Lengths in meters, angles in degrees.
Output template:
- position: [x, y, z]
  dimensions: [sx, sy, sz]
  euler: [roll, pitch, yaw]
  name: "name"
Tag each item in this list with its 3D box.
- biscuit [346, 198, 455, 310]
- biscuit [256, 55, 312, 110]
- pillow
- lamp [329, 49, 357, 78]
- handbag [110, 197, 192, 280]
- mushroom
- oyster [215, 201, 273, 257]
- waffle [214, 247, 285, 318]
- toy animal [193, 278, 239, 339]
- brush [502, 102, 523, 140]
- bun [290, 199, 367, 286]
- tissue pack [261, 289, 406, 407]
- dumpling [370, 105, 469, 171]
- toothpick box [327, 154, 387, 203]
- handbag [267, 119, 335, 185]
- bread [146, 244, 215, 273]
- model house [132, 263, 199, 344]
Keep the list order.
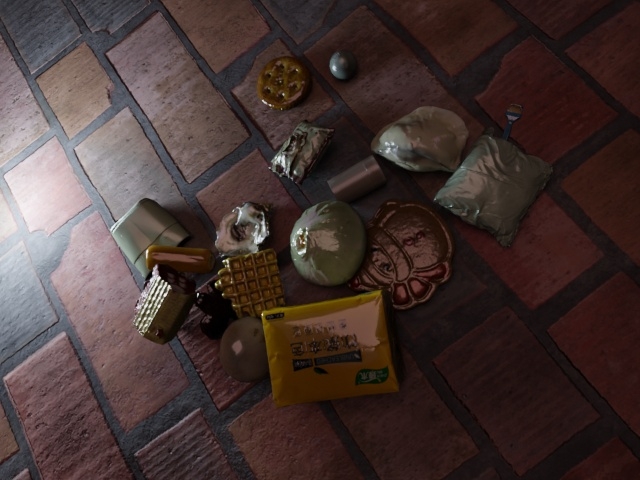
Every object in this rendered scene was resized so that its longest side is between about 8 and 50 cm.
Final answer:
- position: [0.249, 0.050, 1.733]
  dimensions: [0.381, 0.074, 0.359]
  euler: [-32, 67, 1]
  name: "biscuit"
- position: [-0.138, -0.596, 2.022]
  dimensions: [0.220, 0.066, 0.220]
  euler: [-4, 76, 16]
  name: "biscuit"
- position: [0.553, -0.170, 1.669]
  dimensions: [0.283, 0.138, 0.310]
  euler: [35, 89, 4]
  name: "pillow"
- position: [0.084, -0.649, 1.957]
  dimensions: [0.105, 0.105, 0.105]
  euler: [-4, 73, 14]
  name: "lamp"
- position: [-0.611, 0.012, 1.978]
  dimensions: [0.241, 0.109, 0.315]
  euler: [-45, 82, 0]
  name: "handbag"
- position: [-0.250, 0.355, 1.725]
  dimensions: [0.215, 0.207, 0.207]
  euler: [-17, 66, 46]
  name: "mushroom"
- position: [-0.268, -0.032, 1.883]
  dimensions: [0.222, 0.083, 0.214]
  euler: [-6, 70, 18]
  name: "oyster"
- position: [-0.238, 0.156, 1.771]
  dimensions: [0.219, 0.057, 0.229]
  euler: [-11, 83, -15]
  name: "waffle"
- position: [-0.342, 0.218, 1.775]
  dimensions: [0.116, 0.179, 0.218]
  euler: [5, 70, 16]
  name: "toy animal"
- position: [0.634, -0.384, 1.780]
  dimensions: [0.051, 0.014, 0.164]
  euler: [17, 80, 20]
  name: "brush"
- position: [0.000, 0.000, 1.714]
  dimensions: [0.293, 0.187, 0.293]
  euler: [-14, 66, 33]
  name: "bun"
- position: [0.043, 0.321, 1.603]
  dimensions: [0.382, 0.228, 0.293]
  euler: [-11, 83, 12]
  name: "tissue pack"
- position: [0.326, -0.346, 1.755]
  dimensions: [0.318, 0.187, 0.243]
  euler: [21, 86, 20]
  name: "dumpling"
- position: [0.126, -0.202, 1.810]
  dimensions: [0.180, 0.111, 0.111]
  euler: [-29, 69, 6]
  name: "toothpick box"
- position: [-0.067, -0.322, 1.884]
  dimensions: [0.235, 0.127, 0.213]
  euler: [-54, 42, -4]
  name: "handbag"
- position: [-0.499, 0.066, 1.887]
  dimensions: [0.239, 0.074, 0.093]
  euler: [3, 79, -2]
  name: "bread"
- position: [-0.510, 0.217, 1.760]
  dimensions: [0.160, 0.254, 0.196]
  euler: [28, 95, -24]
  name: "model house"
